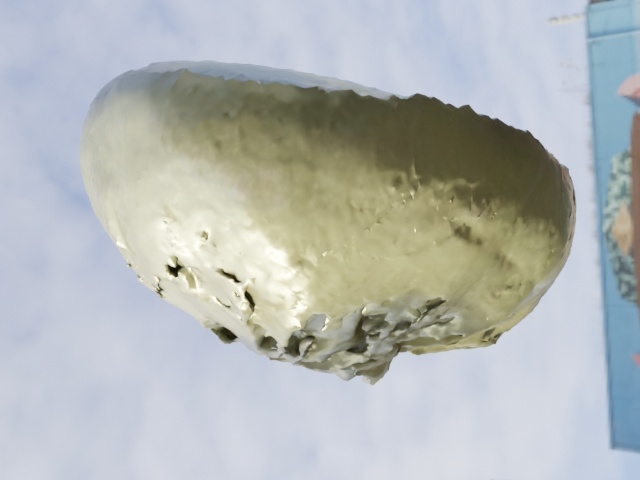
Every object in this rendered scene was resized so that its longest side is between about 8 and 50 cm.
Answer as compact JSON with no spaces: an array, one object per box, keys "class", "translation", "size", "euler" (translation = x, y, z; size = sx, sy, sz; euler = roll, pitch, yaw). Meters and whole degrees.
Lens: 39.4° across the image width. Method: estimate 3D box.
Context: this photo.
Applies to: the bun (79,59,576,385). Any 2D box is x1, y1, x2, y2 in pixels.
[{"class":"bun","translation":[0.000,0.000,0.500],"size":[0.287,0.287,0.146],"euler":[21,-101,-48]}]
